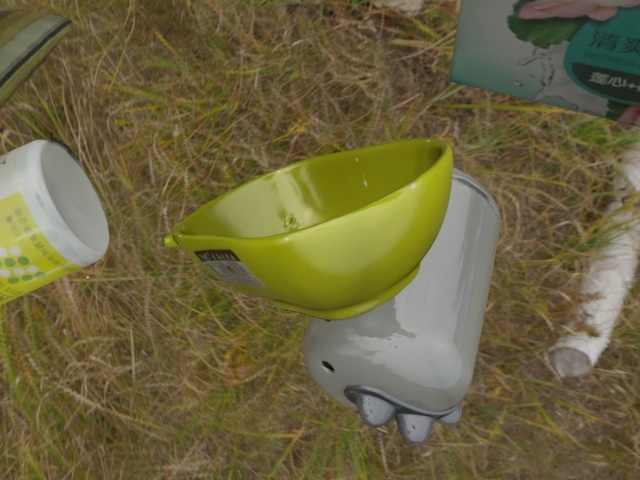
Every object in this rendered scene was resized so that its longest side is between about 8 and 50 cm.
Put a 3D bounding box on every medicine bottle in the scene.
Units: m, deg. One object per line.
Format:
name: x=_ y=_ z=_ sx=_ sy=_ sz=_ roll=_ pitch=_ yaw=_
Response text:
medicine bottle: x=-0.370 y=0.005 z=0.793 sx=0.258 sy=0.143 sz=0.143 roll=-23 pitch=95 yaw=6

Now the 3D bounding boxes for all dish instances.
dish: x=0.000 y=0.000 z=0.674 sx=0.221 sy=0.262 sz=0.108 roll=-34 pitch=112 yaw=-40

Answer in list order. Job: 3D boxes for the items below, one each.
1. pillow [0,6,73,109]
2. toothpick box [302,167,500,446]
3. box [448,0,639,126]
pillow: x=-0.273 y=-0.082 z=0.413 sx=0.212 sy=0.208 sz=0.052 roll=5 pitch=129 yaw=8
toothpick box: x=0.106 y=0.084 z=0.917 sx=0.229 sy=0.229 sz=0.316 roll=26 pitch=57 yaw=-14
box: x=0.201 y=-0.132 z=0.397 sx=0.245 sy=0.153 sz=0.092 roll=17 pitch=71 yaw=12
